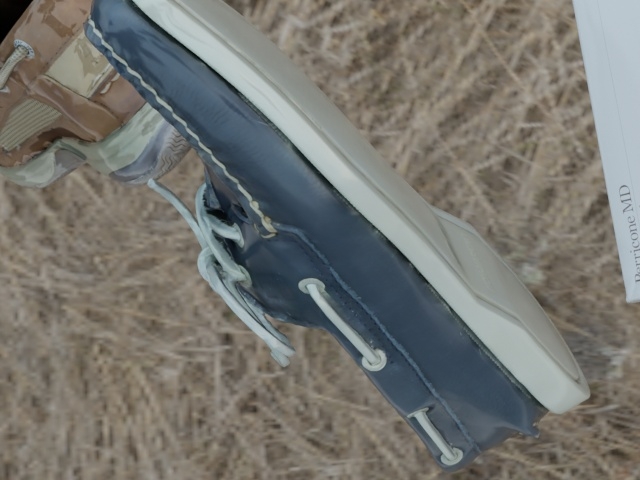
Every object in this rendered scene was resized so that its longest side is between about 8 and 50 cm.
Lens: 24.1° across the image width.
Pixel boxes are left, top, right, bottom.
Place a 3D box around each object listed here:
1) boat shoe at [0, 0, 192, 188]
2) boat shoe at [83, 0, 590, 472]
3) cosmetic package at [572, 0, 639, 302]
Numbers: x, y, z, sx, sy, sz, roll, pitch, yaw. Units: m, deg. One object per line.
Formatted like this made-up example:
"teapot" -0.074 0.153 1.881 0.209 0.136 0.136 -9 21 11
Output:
"boat shoe" -0.147 -0.106 0.814 0.123 0.116 0.324 -57 24 -16
"boat shoe" 0.000 0.000 0.544 0.079 0.254 0.095 -39 38 13
"cosmetic package" 0.146 -0.102 0.566 0.099 0.060 0.239 -14 83 32
